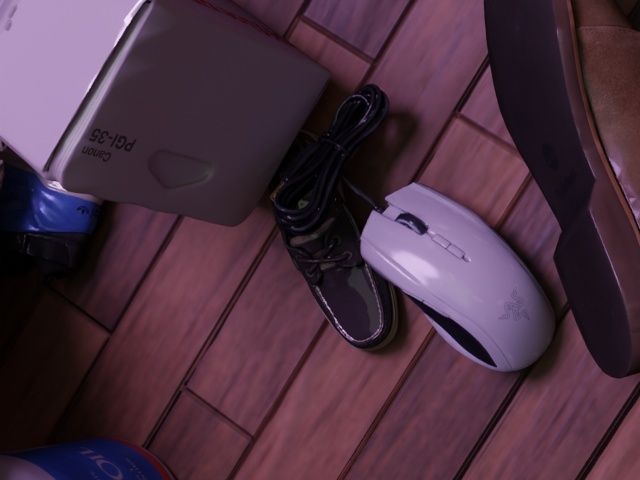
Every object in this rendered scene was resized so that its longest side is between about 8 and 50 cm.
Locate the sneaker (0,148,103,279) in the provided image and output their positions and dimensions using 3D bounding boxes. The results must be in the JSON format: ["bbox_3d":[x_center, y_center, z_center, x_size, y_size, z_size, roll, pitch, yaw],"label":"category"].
[{"bbox_3d":[-0.224,-0.021,1.072,0.152,0.058,0.084,17,86,13],"label":"sneaker"}]

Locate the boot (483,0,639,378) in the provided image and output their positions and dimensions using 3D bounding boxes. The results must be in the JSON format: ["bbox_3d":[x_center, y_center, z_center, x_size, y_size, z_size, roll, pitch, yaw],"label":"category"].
[{"bbox_3d":[0.176,-0.078,0.924,0.115,0.112,0.305,-14,78,-11],"label":"boot"}]

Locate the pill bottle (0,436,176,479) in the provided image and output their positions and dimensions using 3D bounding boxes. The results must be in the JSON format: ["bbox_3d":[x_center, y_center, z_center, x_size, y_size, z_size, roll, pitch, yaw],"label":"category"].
[{"bbox_3d":[-0.178,0.189,0.963,0.124,0.221,0.124,0,89,20],"label":"pill bottle"}]

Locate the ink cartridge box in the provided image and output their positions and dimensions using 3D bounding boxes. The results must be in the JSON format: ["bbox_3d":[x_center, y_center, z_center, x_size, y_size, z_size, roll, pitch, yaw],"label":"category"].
[{"bbox_3d":[-0.161,-0.141,0.949,0.283,0.207,0.117,38,102,27],"label":"ink cartridge box"}]

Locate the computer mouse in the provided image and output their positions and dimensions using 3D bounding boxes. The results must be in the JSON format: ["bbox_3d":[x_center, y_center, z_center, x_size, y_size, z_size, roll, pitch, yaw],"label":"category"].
[{"bbox_3d":[0.066,-0.001,0.951,0.193,0.042,0.106,40,70,6],"label":"computer mouse"}]

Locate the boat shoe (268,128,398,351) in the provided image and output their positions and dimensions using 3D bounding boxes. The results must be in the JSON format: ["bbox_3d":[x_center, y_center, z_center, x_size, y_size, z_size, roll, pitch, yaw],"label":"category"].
[{"bbox_3d":[0.000,0.000,0.993,0.056,0.049,0.152,-30,77,19],"label":"boat shoe"}]

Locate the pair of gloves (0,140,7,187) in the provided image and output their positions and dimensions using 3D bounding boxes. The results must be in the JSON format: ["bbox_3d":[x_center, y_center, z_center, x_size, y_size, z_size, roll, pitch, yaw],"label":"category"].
[{"bbox_3d":[-0.294,0.000,1.072,0.204,0.042,0.240,24,109,39],"label":"pair of gloves"}]
